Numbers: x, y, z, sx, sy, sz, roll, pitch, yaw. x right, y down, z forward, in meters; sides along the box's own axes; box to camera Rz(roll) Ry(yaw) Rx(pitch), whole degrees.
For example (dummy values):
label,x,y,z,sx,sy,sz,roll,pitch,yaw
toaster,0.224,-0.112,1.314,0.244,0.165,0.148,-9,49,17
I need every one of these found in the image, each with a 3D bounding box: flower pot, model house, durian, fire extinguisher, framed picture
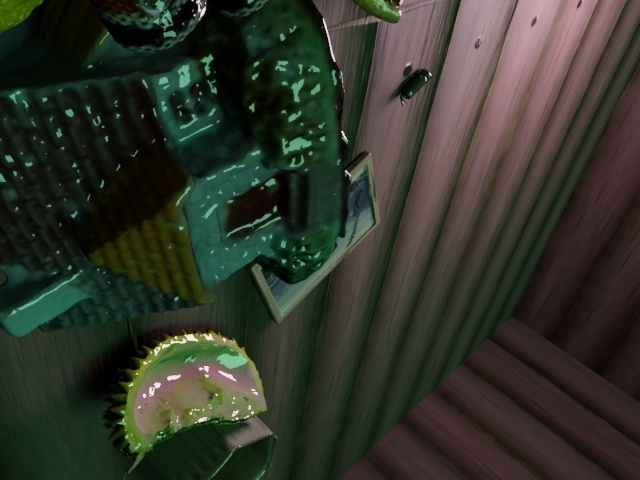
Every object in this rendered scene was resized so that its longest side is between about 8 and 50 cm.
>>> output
label,x,y,z,sx,sy,sz,roll,pitch,yaw
flower pot,-0.228,0.414,1.169,0.239,0.190,0.209,2,120,-59
model house,-0.193,-0.066,0.586,0.339,0.297,0.360,-34,147,-26
durian,-0.220,0.254,1.019,0.352,0.169,0.158,3,120,-56
fire extinguisher,0.178,-0.299,1.157,0.083,0.025,0.038,-46,114,-13
framed picture,0.000,0.000,1.227,0.335,0.022,0.247,-44,151,-18

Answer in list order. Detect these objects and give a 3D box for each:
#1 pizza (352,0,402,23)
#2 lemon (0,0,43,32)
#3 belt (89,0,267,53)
label,x,y,z,sx,sy,sz,roll,pitch,yaw
pizza,0.073,-0.393,0.804,0.271,0.134,0.056,66,19,-64
lemon,-0.277,-0.219,0.380,0.231,0.192,0.192,-24,140,-42
belt,-0.130,-0.258,0.407,0.126,0.359,0.094,-27,141,-5
